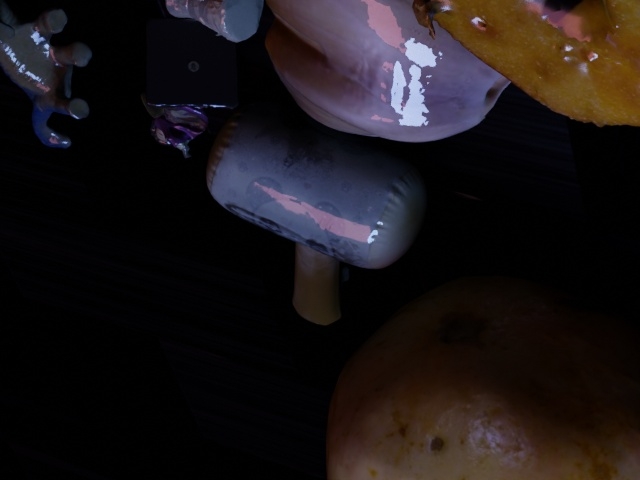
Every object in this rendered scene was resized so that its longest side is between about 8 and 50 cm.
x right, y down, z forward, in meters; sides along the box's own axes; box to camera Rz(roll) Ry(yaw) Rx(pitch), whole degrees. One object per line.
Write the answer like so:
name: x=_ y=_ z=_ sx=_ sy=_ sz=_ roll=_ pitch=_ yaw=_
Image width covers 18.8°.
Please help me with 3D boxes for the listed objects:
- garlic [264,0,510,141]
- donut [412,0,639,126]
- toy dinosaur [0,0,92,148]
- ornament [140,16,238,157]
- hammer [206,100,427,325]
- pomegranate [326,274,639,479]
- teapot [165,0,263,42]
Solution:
garlic: x=0.045 y=-0.156 z=1.541 sx=0.228 sy=0.110 sz=0.217 roll=14 pitch=141 yaw=29
donut: x=0.183 y=-0.188 z=1.356 sx=0.253 sy=0.118 sz=0.253 roll=25 pitch=147 yaw=18
toy dinosaur: x=-0.304 y=-0.178 z=1.876 sx=0.247 sy=0.075 sz=0.188 roll=41 pitch=157 yaw=-24
ornament: x=-0.123 y=-0.120 z=1.758 sx=0.088 sy=0.081 sz=0.203 roll=3 pitch=159 yaw=-10
hammer: x=0.000 y=0.000 z=1.813 sx=0.202 sy=0.113 sz=0.305 roll=27 pitch=154 yaw=17
pomegranate: x=0.169 y=0.197 z=1.731 sx=0.342 sy=0.342 sz=0.342 roll=24 pitch=148 yaw=16
teapot: x=-0.098 y=-0.205 z=1.649 sx=0.083 sy=0.057 sz=0.067 roll=19 pitch=-175 yaw=35
